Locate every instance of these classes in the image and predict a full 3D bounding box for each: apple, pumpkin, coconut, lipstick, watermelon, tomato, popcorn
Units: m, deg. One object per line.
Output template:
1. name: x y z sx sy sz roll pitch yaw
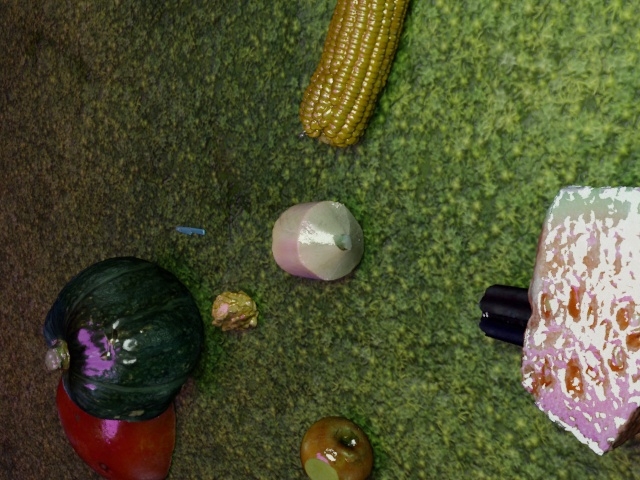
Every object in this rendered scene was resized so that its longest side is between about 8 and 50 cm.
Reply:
1. apple: 0.025 0.322 1.322 0.114 0.099 0.102 34 133 8
2. pumpkin: -0.338 0.152 1.562 0.293 0.263 0.197 53 127 24
3. coconut: 0.000 0.000 1.262 0.122 0.116 0.116 4 102 53
4. lipstick: 0.352 0.110 0.929 0.418 0.077 0.077 10 106 45
5. watermelon: 0.298 0.079 0.863 0.193 0.140 0.256 20 85 42
6. tomato: -0.442 0.355 1.809 0.338 0.144 0.338 12 107 43
7. popcorn: -0.144 0.121 1.479 0.082 0.083 0.057 -15 53 17

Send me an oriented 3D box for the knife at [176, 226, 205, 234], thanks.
1. knife: -0.237 -0.017 1.597 0.091 0.005 0.014 9 103 47

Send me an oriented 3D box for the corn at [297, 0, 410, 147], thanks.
1. corn: 0.054 -0.265 1.153 0.102 0.102 0.313 42 127 34
